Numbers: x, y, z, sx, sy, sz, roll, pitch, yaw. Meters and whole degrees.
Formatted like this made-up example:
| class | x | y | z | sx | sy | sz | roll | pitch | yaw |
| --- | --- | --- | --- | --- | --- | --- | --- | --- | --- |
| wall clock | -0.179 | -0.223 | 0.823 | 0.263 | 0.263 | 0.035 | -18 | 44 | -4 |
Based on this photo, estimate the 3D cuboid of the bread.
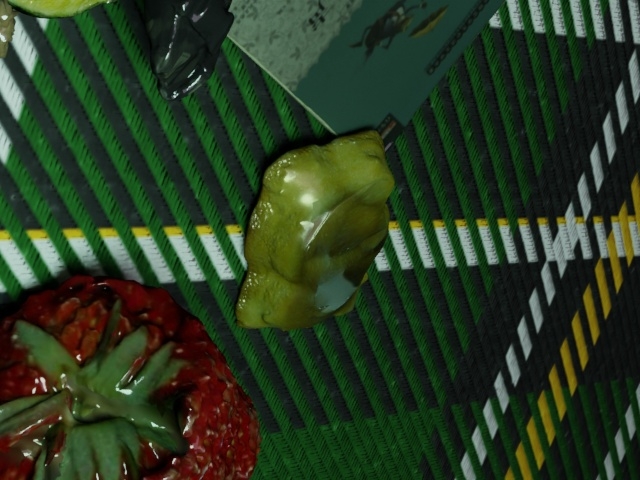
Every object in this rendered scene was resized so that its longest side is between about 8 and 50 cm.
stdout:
| class | x | y | z | sx | sy | sz | roll | pitch | yaw |
| --- | --- | --- | --- | --- | --- | --- | --- | --- | --- |
| bread | 0.000 | 0.000 | 1.747 | 0.160 | 0.088 | 0.233 | -25 | 136 | -37 |

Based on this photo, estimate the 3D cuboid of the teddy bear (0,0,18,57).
| class | x | y | z | sx | sy | sz | roll | pitch | yaw |
| --- | --- | --- | --- | --- | --- | --- | --- | --- | --- |
| teddy bear | -0.355 | -0.078 | 1.177 | 0.296 | 0.246 | 0.222 | -50 | 171 | -23 |

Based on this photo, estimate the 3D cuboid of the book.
| class | x | y | z | sx | sy | sz | roll | pitch | yaw |
| --- | --- | --- | --- | --- | --- | --- | --- | --- | --- |
| book | 0.041 | -0.251 | 1.639 | 0.264 | 0.031 | 0.379 | -52 | 143 | 1 |

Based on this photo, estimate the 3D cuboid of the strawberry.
| class | x | y | z | sx | sy | sz | roll | pitch | yaw |
| --- | --- | --- | --- | --- | --- | --- | --- | --- | --- |
| strawberry | -0.186 | 0.173 | 1.542 | 0.261 | 0.261 | 0.258 | -45 | 162 | -14 |

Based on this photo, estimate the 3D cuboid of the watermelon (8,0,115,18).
| class | x | y | z | sx | sy | sz | roll | pitch | yaw |
| --- | --- | --- | --- | --- | --- | --- | --- | --- | --- |
| watermelon | -0.206 | -0.283 | 1.257 | 0.204 | 0.127 | 0.232 | -47 | 147 | -22 |

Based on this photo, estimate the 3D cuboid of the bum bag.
| class | x | y | z | sx | sy | sz | roll | pitch | yaw |
| --- | --- | --- | --- | --- | --- | --- | --- | --- | --- |
| bum bag | -0.097 | -0.275 | 1.387 | 0.144 | 0.095 | 0.340 | -62 | 168 | -71 |
